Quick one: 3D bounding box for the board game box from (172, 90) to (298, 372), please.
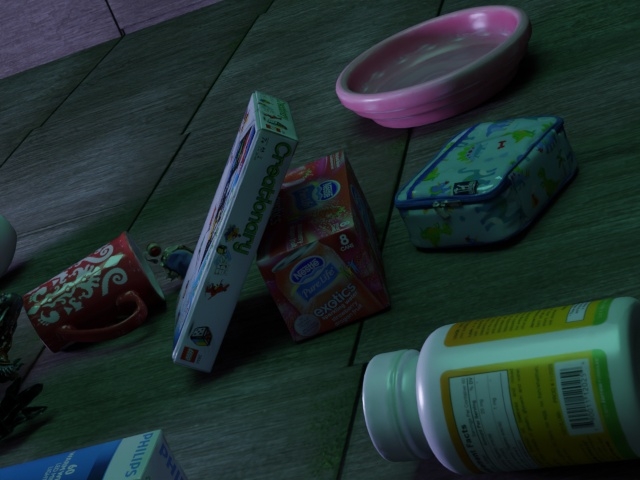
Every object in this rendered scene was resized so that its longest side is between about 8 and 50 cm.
[{"bbox_3d":[-0.107,-0.015,1.485,0.053,0.305,0.193,18,17,-11],"label":"board game box"}]

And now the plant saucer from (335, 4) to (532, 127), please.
[{"bbox_3d":[0.191,-0.278,1.991,0.332,0.084,0.332,-21,24,10],"label":"plant saucer"}]

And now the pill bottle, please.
[{"bbox_3d":[0.168,0.134,1.073,0.246,0.136,0.136,-11,26,27],"label":"pill bottle"}]

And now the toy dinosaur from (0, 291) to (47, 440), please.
[{"bbox_3d":[-0.468,0.203,1.560,0.218,0.164,0.321,-16,58,53],"label":"toy dinosaur"}]

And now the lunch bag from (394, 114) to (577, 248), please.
[{"bbox_3d":[0.207,-0.076,1.547,0.176,0.090,0.219,-3,30,44],"label":"lunch bag"}]

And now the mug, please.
[{"bbox_3d":[-0.314,0.078,1.671,0.169,0.113,0.150,-28,12,-2],"label":"mug"}]

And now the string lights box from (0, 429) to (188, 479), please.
[{"bbox_3d":[-0.246,0.277,1.159,0.260,0.133,0.076,-16,24,18],"label":"string lights box"}]

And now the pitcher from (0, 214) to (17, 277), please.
[{"bbox_3d":[-0.609,0.050,2.020,0.178,0.125,0.207,-19,30,51],"label":"pitcher"}]

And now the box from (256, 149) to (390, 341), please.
[{"bbox_3d":[0.000,0.000,1.529,0.128,0.122,0.257,-21,24,8],"label":"box"}]

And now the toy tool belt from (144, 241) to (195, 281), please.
[{"bbox_3d":[-0.203,0.031,1.717,0.052,0.083,0.051,-59,28,11],"label":"toy tool belt"}]
